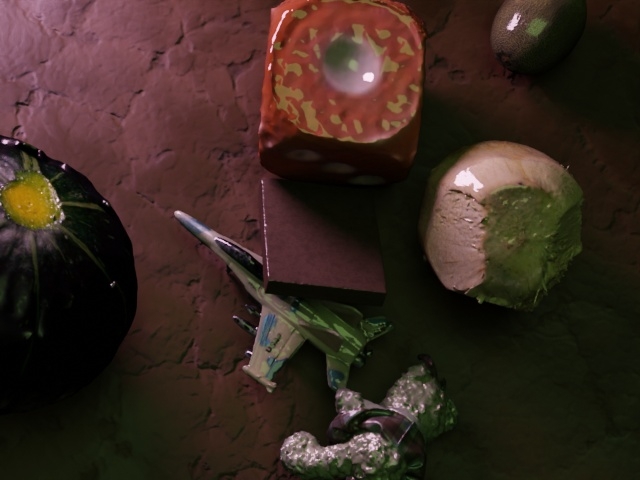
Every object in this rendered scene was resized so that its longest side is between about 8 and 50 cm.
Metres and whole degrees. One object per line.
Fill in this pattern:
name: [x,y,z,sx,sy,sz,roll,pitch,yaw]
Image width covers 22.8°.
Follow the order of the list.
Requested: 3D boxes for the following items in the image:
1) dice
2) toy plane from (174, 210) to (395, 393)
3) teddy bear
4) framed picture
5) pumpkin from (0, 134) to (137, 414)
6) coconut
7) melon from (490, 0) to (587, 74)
dice: [0.020,-0.160,1.728,0.174,0.179,0.175,5,77,-5]
toy plane: [-0.052,0.052,1.709,0.262,0.088,0.192,34,67,15]
teddy bear: [0.068,0.205,1.647,0.213,0.111,0.133,-38,106,-16]
framed picture: [0.000,0.000,1.703,0.128,0.023,0.168,6,40,-11]
pumpkin: [-0.340,0.057,1.603,0.296,0.296,0.295,2,73,-5]
coconut: [0.192,-0.021,1.706,0.194,0.194,0.194,2,73,-5]
melon: [0.251,-0.246,1.816,0.098,0.098,0.131,42,66,7]
